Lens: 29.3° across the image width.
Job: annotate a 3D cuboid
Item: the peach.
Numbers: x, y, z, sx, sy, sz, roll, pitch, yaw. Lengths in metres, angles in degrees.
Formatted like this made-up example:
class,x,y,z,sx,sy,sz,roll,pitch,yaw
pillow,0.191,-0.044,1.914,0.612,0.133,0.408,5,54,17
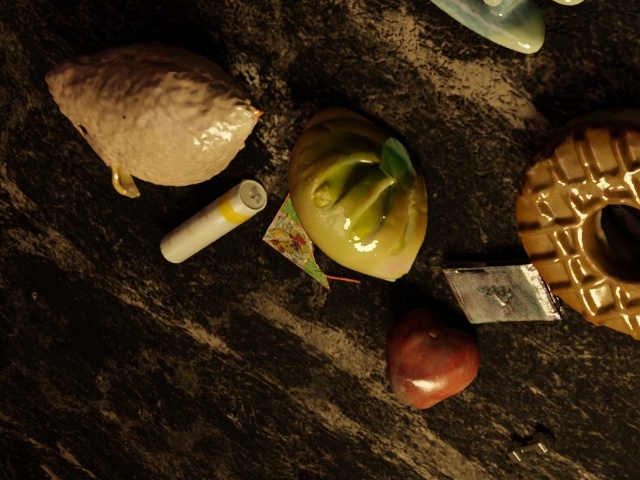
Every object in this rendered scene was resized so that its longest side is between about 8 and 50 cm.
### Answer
class,x,y,z,sx,sy,sz,roll,pitch,yaw
peach,0.166,0.185,1.883,0.152,0.152,0.152,22,134,24

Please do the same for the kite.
class,x,y,z,sx,sy,sz,roll,pitch,yaw
kite,0.000,0.000,1.968,0.244,0.006,0.198,5,126,37

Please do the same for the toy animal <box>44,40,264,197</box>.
class,x,y,z,sx,sy,sz,roll,pitch,yaw
toy animal,-0.236,-0.189,1.867,0.358,0.188,0.226,11,140,31

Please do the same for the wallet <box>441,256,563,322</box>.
class,x,y,z,sx,sy,sz,roll,pitch,yaw
wallet,0.268,0.073,1.795,0.166,0.030,0.111,-4,125,43

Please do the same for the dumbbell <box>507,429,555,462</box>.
class,x,y,z,sx,sy,sz,roll,pitch,yaw
dumbbell,0.335,0.328,1.945,0.040,0.036,0.083,52,139,-5

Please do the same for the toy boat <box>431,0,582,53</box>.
class,x,y,z,sx,sy,sz,roll,pitch,yaw
toy boat,0.152,-0.352,1.428,0.330,0.123,0.215,46,157,1

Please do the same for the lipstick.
class,x,y,z,sx,sy,sz,roll,pitch,yaw
lipstick,-0.184,-0.029,2.054,0.059,0.059,0.264,51,140,-7

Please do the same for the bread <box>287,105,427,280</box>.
class,x,y,z,sx,sy,sz,roll,pitch,yaw
bread,0.051,-0.059,1.764,0.260,0.156,0.158,46,141,-3

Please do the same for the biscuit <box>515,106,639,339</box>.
class,x,y,z,sx,sy,sz,roll,pitch,yaw
biscuit,0.400,-0.017,1.556,0.332,0.103,0.332,22,136,24
